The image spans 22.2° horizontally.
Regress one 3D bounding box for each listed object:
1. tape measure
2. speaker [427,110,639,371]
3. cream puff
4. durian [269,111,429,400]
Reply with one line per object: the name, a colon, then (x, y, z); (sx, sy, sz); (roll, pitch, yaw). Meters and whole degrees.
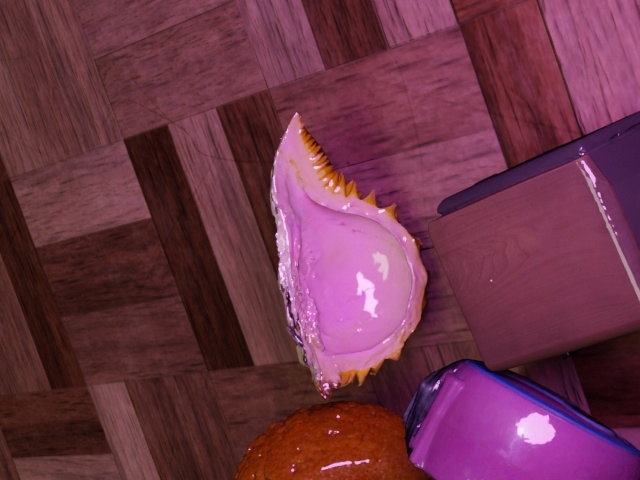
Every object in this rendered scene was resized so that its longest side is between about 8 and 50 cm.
tape measure: (0.208, 0.223, 1.631); (0.231, 0.245, 0.149); (31, 93, 39)
speaker: (0.247, 0.005, 1.524); (0.231, 0.153, 0.193); (-25, 89, 52)
cream puff: (0.031, 0.324, 1.875); (0.212, 0.303, 0.303); (-102, 2, -72)
durian: (0.000, 0.011, 1.835); (0.195, 0.185, 0.305); (170, 82, -71)
